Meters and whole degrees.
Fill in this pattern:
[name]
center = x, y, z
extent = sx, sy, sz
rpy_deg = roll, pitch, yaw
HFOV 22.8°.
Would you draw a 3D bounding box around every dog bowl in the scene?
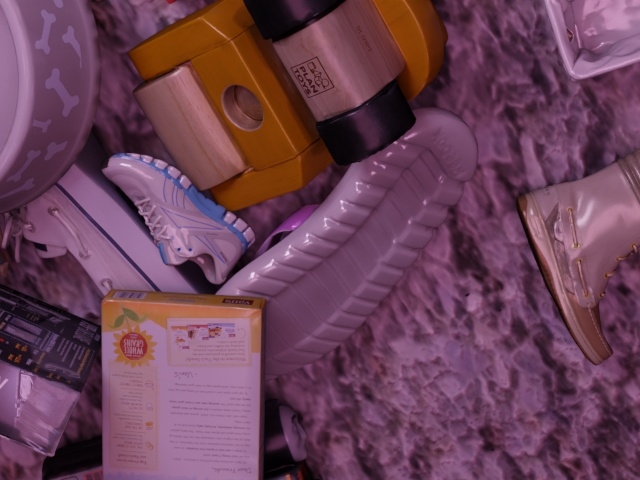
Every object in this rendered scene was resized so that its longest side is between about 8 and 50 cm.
[dog bowl]
center = -0.395, -0.180, 1.584
extent = 0.348, 0.102, 0.349
rpy_deg = 6, 107, 20

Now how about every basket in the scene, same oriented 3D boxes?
[basket]
center = 0.321, -0.241, 1.669
extent = 0.167, 0.103, 0.113
rpy_deg = -19, 91, 3

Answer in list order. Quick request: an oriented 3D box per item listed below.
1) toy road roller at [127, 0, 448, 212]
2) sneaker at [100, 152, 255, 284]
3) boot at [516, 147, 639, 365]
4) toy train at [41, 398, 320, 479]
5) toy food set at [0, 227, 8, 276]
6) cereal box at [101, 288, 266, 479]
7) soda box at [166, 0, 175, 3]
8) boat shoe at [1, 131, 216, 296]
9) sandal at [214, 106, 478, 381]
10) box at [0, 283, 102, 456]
[toy road roller]
center = -0.013, -0.189, 1.670
extent = 0.329, 0.240, 0.202
rpy_deg = -18, 108, 43
[sneaker]
center = -0.157, -0.020, 1.674
extent = 0.190, 0.071, 0.083
rpy_deg = 35, 66, -22
[boot]
center = 0.327, 0.019, 1.759
extent = 0.165, 0.077, 0.213
rpy_deg = -23, 100, 4
[toy train]
center = -0.159, 0.296, 1.803
extent = 0.334, 0.142, 0.190
rpy_deg = -15, 94, 4
[toy food set]
center = -0.391, -0.006, 1.744
extent = 0.122, 0.019, 0.078
rpy_deg = 12, 107, 36
[cereal box]
center = -0.146, 0.175, 1.693
extent = 0.173, 0.047, 0.240
rpy_deg = 4, 106, 5
[soda box]
center = -0.203, -0.378, 1.654
extent = 0.092, 0.083, 0.263
rpy_deg = -38, 102, 9
[boat shoe]
center = -0.285, -0.027, 1.728
extent = 0.156, 0.136, 0.367
rpy_deg = -36, 111, 12
[sandal]
center = 0.010, 0.007, 1.740
extent = 0.416, 0.102, 0.169
rpy_deg = -43, 130, 16
[box]
center = -0.359, 0.108, 1.662
extent = 0.242, 0.307, 0.076
rpy_deg = 24, 97, -6
